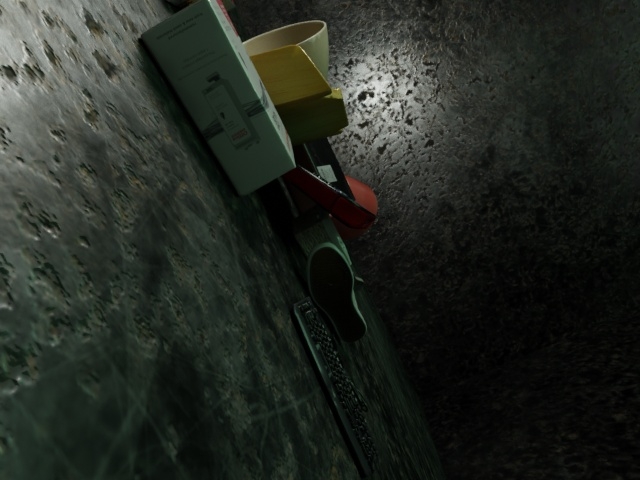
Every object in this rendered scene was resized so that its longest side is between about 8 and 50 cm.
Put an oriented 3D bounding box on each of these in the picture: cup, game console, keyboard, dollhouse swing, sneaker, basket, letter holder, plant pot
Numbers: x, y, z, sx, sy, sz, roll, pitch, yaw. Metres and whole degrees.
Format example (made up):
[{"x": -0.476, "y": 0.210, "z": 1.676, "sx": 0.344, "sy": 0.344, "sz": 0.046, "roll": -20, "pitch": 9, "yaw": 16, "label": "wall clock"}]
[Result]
[{"x": -0.111, "y": -0.520, "z": 1.366, "sx": 0.331, "sy": 0.330, "sz": 0.237, "roll": -107, "pitch": 178, "yaw": -53, "label": "cup"}, {"x": -0.016, "y": -0.148, "z": 1.080, "sx": 0.342, "sy": 0.060, "sz": 0.386, "roll": 39, "pitch": 7, "yaw": 8, "label": "game console"}, {"x": 0.034, "y": 0.254, "z": 0.799, "sx": 0.201, "sy": 0.033, "sz": 0.318, "roll": 15, "pitch": 51, "yaw": -82, "label": "keyboard"}, {"x": -0.122, "y": -0.416, "z": 1.047, "sx": 0.347, "sy": 0.314, "sz": 0.305, "roll": 8, "pitch": 69, "yaw": -82, "label": "dollhouse swing"}, {"x": 0.061, "y": 0.110, "z": 1.453, "sx": 0.118, "sy": 0.083, "sz": 0.222, "roll": 47, "pitch": 4, "yaw": 28, "label": "sneaker"}, {"x": 0.025, "y": 0.110, "z": 1.015, "sx": 0.123, "sy": 0.105, "sz": 0.290, "roll": -117, "pitch": -172, "yaw": -56, "label": "sneaker"}, {"x": 0.000, "y": 0.000, "z": 1.159, "sx": 0.113, "sy": 0.103, "sz": 0.167, "roll": -104, "pitch": 168, "yaw": -61, "label": "basket"}, {"x": -0.058, "y": -0.219, "z": 1.455, "sx": 0.152, "sy": 0.214, "sz": 0.302, "roll": -23, "pitch": 88, "yaw": -52, "label": "letter holder"}, {"x": 0.075, "y": -0.155, "z": 1.776, "sx": 0.243, "sy": 0.274, "sz": 0.275, "roll": 26, "pitch": 38, "yaw": -63, "label": "plant pot"}]

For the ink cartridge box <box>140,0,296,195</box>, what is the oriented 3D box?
[{"x": -0.158, "y": -0.250, "z": 0.746, "sx": 0.283, "sy": 0.117, "sz": 0.207, "roll": 61, "pitch": 7, "yaw": -28, "label": "ink cartridge box"}]

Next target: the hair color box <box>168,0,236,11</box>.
[{"x": -0.318, "y": -0.659, "z": 1.024, "sx": 0.186, "sy": 0.113, "sz": 0.374, "roll": 62, "pitch": 7, "yaw": -19, "label": "hair color box"}]
